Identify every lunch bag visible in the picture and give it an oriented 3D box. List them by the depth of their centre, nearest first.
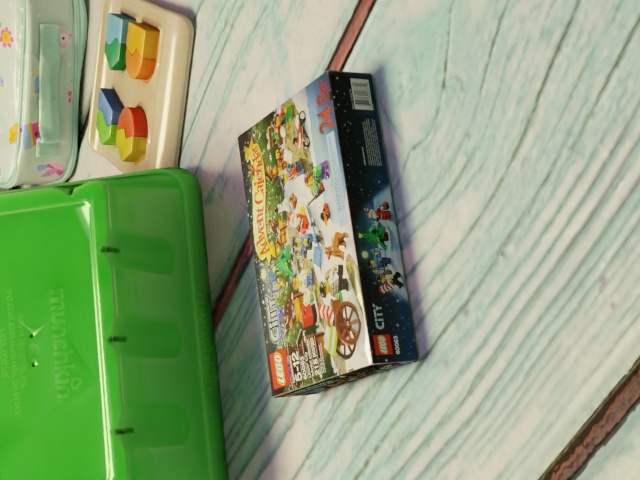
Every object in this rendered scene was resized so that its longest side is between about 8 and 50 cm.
[{"bbox_3d":[-0.386,-0.203,1.555,0.224,0.108,0.279,16,108,40],"label":"lunch bag"}]

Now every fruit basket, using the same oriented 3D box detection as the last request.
[{"bbox_3d":[-0.235,0.122,1.263,0.392,0.283,0.392,-8,-90,-79],"label":"fruit basket"}]

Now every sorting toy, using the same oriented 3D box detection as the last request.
[{"bbox_3d":[-0.206,-0.164,1.345,0.208,0.038,0.193,30,116,54],"label":"sorting toy"}]

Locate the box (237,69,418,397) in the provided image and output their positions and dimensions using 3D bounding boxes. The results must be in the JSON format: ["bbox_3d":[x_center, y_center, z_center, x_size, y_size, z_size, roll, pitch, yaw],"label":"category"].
[{"bbox_3d":[0.000,0.000,1.007,0.159,0.044,0.233,-28,67,55],"label":"box"}]

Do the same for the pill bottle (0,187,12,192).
[{"bbox_3d":[-0.512,-0.105,1.727,0.161,0.161,0.283,-15,78,58],"label":"pill bottle"}]
